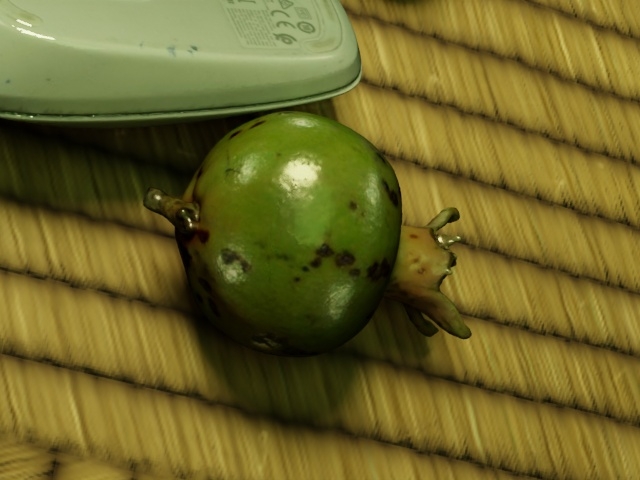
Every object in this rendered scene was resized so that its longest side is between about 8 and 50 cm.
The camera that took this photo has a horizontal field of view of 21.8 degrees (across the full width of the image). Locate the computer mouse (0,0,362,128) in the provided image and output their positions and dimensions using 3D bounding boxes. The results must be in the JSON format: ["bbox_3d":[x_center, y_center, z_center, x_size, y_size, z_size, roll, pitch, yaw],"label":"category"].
[{"bbox_3d":[-0.118,-0.127,1.065,0.288,0.097,0.159,0,42,-28],"label":"computer mouse"}]

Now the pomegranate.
[{"bbox_3d":[0.001,0.002,1.072,0.220,0.156,0.156,19,66,-50],"label":"pomegranate"}]
